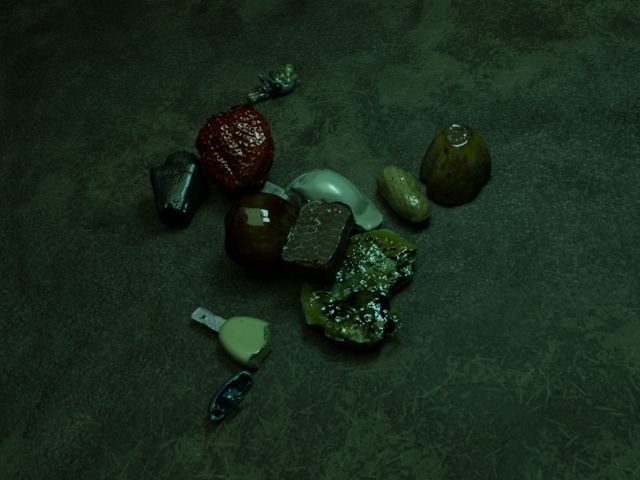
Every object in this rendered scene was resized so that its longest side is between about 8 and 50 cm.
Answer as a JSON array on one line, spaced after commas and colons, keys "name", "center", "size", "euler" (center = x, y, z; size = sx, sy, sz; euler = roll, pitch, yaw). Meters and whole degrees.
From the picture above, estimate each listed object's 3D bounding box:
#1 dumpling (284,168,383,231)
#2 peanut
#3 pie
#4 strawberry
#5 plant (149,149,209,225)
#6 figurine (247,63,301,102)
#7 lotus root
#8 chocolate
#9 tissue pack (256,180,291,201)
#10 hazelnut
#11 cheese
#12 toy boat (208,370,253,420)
[{"name": "dumpling", "center": [0.046, -0.113, 1.827], "size": [0.175, 0.243, 0.227], "euler": [-35, 3, 36]}, {"name": "peanut", "center": [0.235, -0.132, 1.809], "size": [0.108, 0.095, 0.226], "euler": [-26, 49, -4]}, {"name": "pie", "center": [0.096, 0.110, 1.647], "size": [0.296, 0.078, 0.371], "euler": [6, 51, 23]}, {"name": "strawberry", "center": [-0.254, -0.261, 1.958], "size": [0.238, 0.250, 0.289], "euler": [-14, 65, 1]}, {"name": "plant", "center": [-0.437, -0.170, 1.988], "size": [0.164, 0.142, 0.256], "euler": [-8, 52, 9]}, {"name": "figurine", "center": [-0.169, -0.559, 2.289], "size": [0.197, 0.094, 0.147], "euler": [-20, 37, -2]}, {"name": "lotus root", "center": [0.370, -0.227, 1.806], "size": [0.188, 0.180, 0.199], "euler": [30, 62, 29]}, {"name": "chocolate", "center": [0.000, 0.000, 1.660], "size": [0.148, 0.093, 0.214], "euler": [9, 53, 23]}, {"name": "tissue pack", "center": [-0.141, -0.141, 1.962], "size": [0.108, 0.023, 0.056], "euler": [28, 61, 32]}, {"name": "hazelnut", "center": [-0.153, -0.032, 1.741], "size": [0.217, 0.218, 0.234], "euler": [-1, 51, 14]}, {"name": "cheese", "center": [-0.229, 0.228, 1.645], "size": [0.255, 0.050, 0.127], "euler": [23, 59, 30]}, {"name": "toy boat", "center": [-0.211, 0.366, 1.513], "size": [0.137, 0.060, 0.060], "euler": [-42, 31, -26]}]
